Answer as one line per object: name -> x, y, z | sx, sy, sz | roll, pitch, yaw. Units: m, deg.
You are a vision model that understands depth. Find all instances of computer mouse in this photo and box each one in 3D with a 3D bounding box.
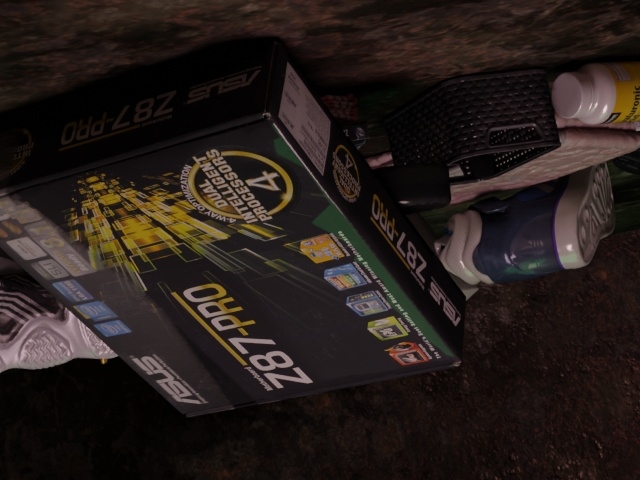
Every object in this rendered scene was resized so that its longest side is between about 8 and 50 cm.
computer mouse -> 0.457, -0.142, 2.123 | 0.071, 0.041, 0.242 | 19, 165, -3

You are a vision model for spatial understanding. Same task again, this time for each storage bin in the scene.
storage bin -> 0.158, -0.114, 1.641 | 0.122, 0.084, 0.180 | -9, 174, -22

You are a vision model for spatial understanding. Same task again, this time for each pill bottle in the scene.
pill bottle -> 0.299, -0.154, 1.620 | 0.116, 0.065, 0.065 | -6, 172, -33

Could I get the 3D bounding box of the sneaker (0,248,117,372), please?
sneaker -> -0.373, 0.057, 1.685 | 0.366, 0.137, 0.210 | -2, -164, -35

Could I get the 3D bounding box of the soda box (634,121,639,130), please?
soda box -> 0.431, -0.175, 1.642 | 0.074, 0.069, 0.216 | -4, 171, -45

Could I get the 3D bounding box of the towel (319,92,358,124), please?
towel -> -0.068, -0.120, 1.483 | 0.144, 0.029, 0.197 | -12, 173, 30

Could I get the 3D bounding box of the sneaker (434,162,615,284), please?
sneaker -> 0.281, -0.032, 2.219 | 0.236, 0.130, 0.323 | -8, -162, 23

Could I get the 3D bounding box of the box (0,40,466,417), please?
box -> -0.086, 0.009, 1.434 | 0.318, 0.097, 0.395 | -12, 140, 25

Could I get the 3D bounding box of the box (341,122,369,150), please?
box -> 0.014, -0.109, 1.727 | 0.067, 0.018, 0.083 | -10, 173, -10

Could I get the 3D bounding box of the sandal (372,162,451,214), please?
sandal -> -0.085, -0.054, 1.575 | 0.446, 0.107, 0.167 | -8, 176, 20

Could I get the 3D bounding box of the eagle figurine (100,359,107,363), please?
eagle figurine -> -0.306, 0.053, 2.047 | 0.226, 0.225, 0.298 | 27, -136, 19

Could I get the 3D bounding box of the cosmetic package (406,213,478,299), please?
cosmetic package -> 0.046, 0.047, 2.184 | 0.155, 0.197, 0.365 | -45, 158, 23

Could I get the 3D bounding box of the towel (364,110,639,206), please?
towel -> 0.211, -0.099, 1.998 | 0.332, 0.053, 0.317 | -15, 172, 38
